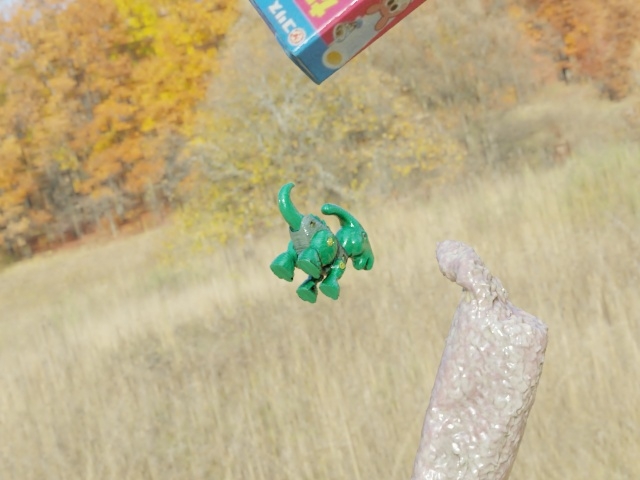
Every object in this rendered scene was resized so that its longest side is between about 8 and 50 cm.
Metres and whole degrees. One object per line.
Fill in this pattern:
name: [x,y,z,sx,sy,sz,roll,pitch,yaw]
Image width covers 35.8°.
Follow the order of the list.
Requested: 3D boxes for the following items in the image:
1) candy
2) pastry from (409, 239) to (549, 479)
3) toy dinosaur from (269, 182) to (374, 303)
candy: [0.061,-0.347,1.206,0.305,0.157,0.100,-38,-27,7]
pastry: [0.140,0.136,0.883,0.112,0.265,0.103,7,5,16]
toy dinosaur: [0.000,0.000,0.944,0.059,0.132,0.096,-12,38,43]
